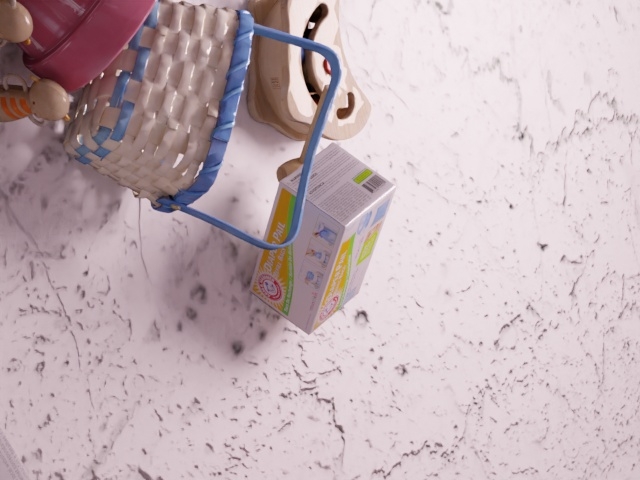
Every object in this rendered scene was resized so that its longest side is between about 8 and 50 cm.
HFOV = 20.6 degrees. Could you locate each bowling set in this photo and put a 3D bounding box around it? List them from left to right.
[{"bbox_3d":[-0.388,-0.180,1.782,0.200,0.154,0.287,-55,128,-32],"label":"bowling set"}]

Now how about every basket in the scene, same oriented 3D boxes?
[{"bbox_3d":[-0.128,-0.150,2.020,0.289,0.201,0.254,21,73,-17],"label":"basket"}]

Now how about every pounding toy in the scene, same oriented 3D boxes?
[{"bbox_3d":[0.010,-0.203,2.231,0.154,0.155,0.269,-3,94,-45],"label":"pounding toy"}]

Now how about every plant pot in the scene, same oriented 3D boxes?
[{"bbox_3d":[-0.287,-0.288,1.881,0.180,0.201,0.201,37,63,-25],"label":"plant pot"}]

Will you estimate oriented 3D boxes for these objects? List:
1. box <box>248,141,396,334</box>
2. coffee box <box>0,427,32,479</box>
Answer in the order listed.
[{"bbox_3d":[0.000,0.000,2.188,0.114,0.103,0.203,-39,157,-40],"label":"box"},{"bbox_3d":[-0.491,0.249,1.535,0.334,0.338,0.337,-45,122,-37],"label":"coffee box"}]
